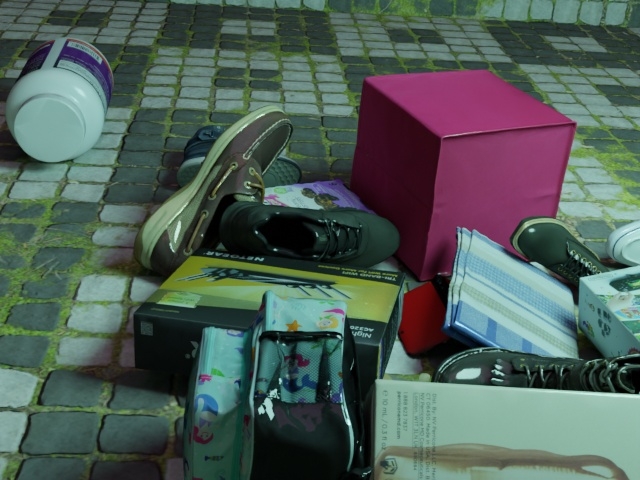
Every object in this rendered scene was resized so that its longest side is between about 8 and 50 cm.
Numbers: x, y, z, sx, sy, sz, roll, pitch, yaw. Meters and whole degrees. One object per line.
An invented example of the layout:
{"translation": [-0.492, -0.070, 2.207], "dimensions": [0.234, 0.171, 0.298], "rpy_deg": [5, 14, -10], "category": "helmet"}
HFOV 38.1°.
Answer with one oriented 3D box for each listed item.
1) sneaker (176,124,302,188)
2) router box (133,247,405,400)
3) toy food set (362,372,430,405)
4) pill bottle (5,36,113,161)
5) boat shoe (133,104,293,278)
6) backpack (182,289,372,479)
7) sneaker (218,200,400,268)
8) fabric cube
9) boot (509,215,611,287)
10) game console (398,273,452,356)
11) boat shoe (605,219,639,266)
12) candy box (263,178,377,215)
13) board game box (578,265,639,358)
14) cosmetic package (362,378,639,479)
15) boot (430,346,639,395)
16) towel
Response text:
{"translation": [-0.148, -0.156, 1.737], "dimensions": [0.226, 0.086, 0.163], "rpy_deg": [2, 30, -3], "category": "sneaker"}
{"translation": [-0.057, 0.101, 1.215], "dimensions": [0.308, 0.081, 0.243], "rpy_deg": [6, 20, 10], "category": "router box"}
{"translation": [0.035, 0.194, 1.147], "dimensions": [0.192, 0.038, 0.132], "rpy_deg": [7, 20, 16], "category": "toy food set"}
{"translation": [-0.506, -0.270, 1.803], "dimensions": [0.181, 0.181, 0.323], "rpy_deg": [1, 28, -7], "category": "pill bottle"}
{"translation": [-0.136, -0.067, 1.444], "dimensions": [0.123, 0.123, 0.342], "rpy_deg": [30, 63, 23], "category": "boat shoe"}
{"translation": [-0.042, 0.177, 0.952], "dimensions": [0.191, 0.225, 0.253], "rpy_deg": [9, 33, 2], "category": "backpack"}
{"translation": [0.000, 0.000, 1.374], "dimensions": [0.286, 0.109, 0.130], "rpy_deg": [1, 3, -26], "category": "sneaker"}
{"translation": [0.223, -0.116, 1.532], "dimensions": [0.254, 0.259, 0.258], "rpy_deg": [-8, 32, -24], "category": "fabric cube"}
{"translation": [0.387, 0.039, 1.389], "dimensions": [0.198, 0.077, 0.137], "rpy_deg": [19, 21, -34], "category": "boot"}
{"translation": [0.180, 0.121, 1.326], "dimensions": [0.124, 0.085, 0.144], "rpy_deg": [29, 19, -23], "category": "game console"}
{"translation": [0.584, 0.015, 1.515], "dimensions": [0.226, 0.083, 0.076], "rpy_deg": [-1, 27, -12], "category": "boat shoe"}
{"translation": [-0.026, -0.030, 1.526], "dimensions": [0.196, 0.070, 0.165], "rpy_deg": [-8, 30, -22], "category": "candy box"}
{"translation": [0.503, 0.136, 1.196], "dimensions": [0.224, 0.097, 0.303], "rpy_deg": [-12, 29, -8], "category": "board game box"}
{"translation": [0.192, 0.223, 0.944], "dimensions": [0.296, 0.153, 0.129], "rpy_deg": [3, 70, 0], "category": "cosmetic package"}
{"translation": [0.280, 0.158, 1.058], "dimensions": [0.263, 0.091, 0.229], "rpy_deg": [0, -11, -13], "category": "boot"}
{"translation": [0.269, 0.096, 1.302], "dimensions": [0.209, 0.034, 0.285], "rpy_deg": [30, 30, -4], "category": "towel"}
